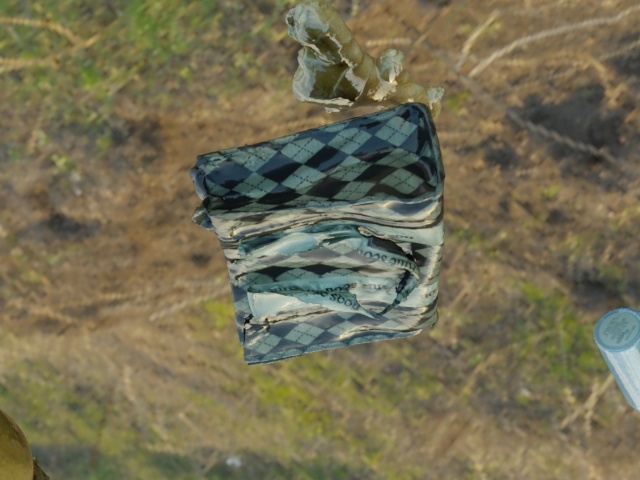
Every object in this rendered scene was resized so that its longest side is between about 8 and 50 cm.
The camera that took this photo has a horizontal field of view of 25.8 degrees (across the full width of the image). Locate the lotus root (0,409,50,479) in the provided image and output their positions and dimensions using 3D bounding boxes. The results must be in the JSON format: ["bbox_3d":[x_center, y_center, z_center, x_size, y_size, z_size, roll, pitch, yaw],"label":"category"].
[{"bbox_3d":[-0.356,0.195,1.274,0.146,0.131,0.303,10,155,27],"label":"lotus root"}]

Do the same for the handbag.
[{"bbox_3d":[0.000,0.000,1.849,0.416,0.316,0.180,86,173,-62],"label":"handbag"}]

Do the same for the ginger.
[{"bbox_3d":[0.060,-0.227,1.944,0.148,0.333,0.081,-51,42,23],"label":"ginger"}]

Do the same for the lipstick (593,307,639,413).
[{"bbox_3d":[0.382,0.177,1.599,0.274,0.061,0.068,53,180,-42],"label":"lipstick"}]
